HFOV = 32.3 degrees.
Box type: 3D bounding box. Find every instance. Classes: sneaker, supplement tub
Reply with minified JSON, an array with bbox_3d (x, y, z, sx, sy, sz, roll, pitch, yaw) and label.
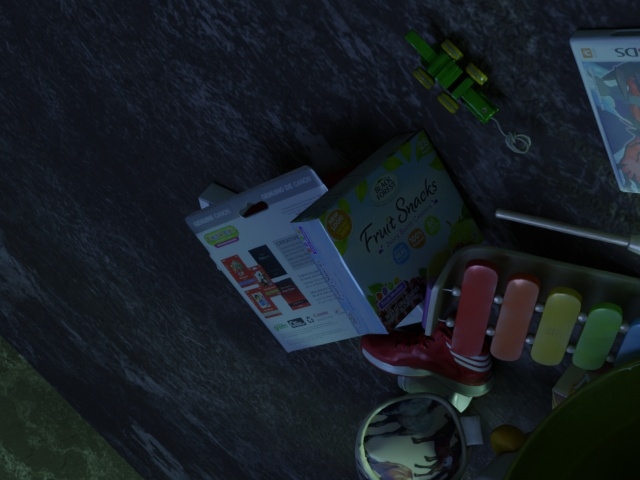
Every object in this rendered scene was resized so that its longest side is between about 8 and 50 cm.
[{"bbox_3d":[0.162,0.147,1.682,0.221,0.087,0.128,13,133,22],"label":"sneaker"},{"bbox_3d":[0.184,0.223,1.746,0.107,0.071,0.071,23,146,32],"label":"supplement tub"}]

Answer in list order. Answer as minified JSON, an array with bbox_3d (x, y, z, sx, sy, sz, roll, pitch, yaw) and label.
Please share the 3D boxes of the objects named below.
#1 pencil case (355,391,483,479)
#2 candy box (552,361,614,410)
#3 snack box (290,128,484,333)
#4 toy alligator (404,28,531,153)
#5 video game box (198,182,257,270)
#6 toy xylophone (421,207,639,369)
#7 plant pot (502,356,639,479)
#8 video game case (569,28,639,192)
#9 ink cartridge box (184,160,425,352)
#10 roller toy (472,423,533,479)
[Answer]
[{"bbox_3d":[0.145,0.340,1.757,0.183,0.160,0.410,1,166,1],"label":"pencil case"},{"bbox_3d":[0.423,0.308,1.553,0.183,0.087,0.316,25,148,30],"label":"candy box"},{"bbox_3d":[0.088,-0.011,1.387,0.070,0.207,0.174,-9,117,54],"label":"snack box"},{"bbox_3d":[0.166,-0.170,1.261,0.189,0.056,0.051,43,-167,-5],"label":"toy alligator"},{"bbox_3d":[-0.099,0.015,1.833,0.205,0.048,0.187,25,149,27],"label":"video game box"},{"bbox_3d":[0.283,0.072,1.337,0.322,0.081,0.236,7,144,14],"label":"toy xylophone"},{"bbox_3d":[0.440,0.371,1.236,0.353,0.366,0.366,48,151,-23],"label":"plant pot"},{"bbox_3d":[0.359,-0.125,1.112,0.183,0.023,0.201,9,137,45],"label":"video game case"},{"bbox_3d":[0.000,0.000,1.565,0.309,0.130,0.272,-18,116,47],"label":"ink cartridge box"},{"bbox_3d":[0.314,0.365,1.523,0.209,0.146,0.191,28,147,49],"label":"roller toy"}]
